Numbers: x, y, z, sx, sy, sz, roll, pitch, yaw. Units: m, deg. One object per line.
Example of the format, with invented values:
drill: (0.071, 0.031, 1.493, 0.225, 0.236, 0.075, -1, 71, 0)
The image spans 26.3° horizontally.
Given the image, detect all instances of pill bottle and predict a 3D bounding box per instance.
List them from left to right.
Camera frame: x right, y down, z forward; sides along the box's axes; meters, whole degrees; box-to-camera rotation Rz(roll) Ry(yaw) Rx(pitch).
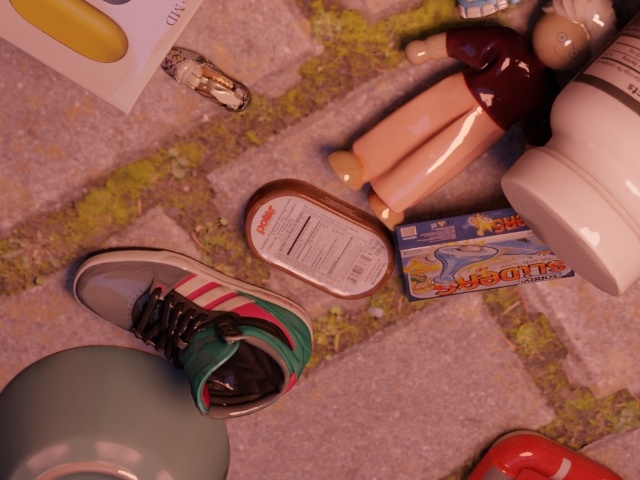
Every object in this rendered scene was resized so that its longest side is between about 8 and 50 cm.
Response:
pill bottle: (0.368, -0.130, 1.397, 0.363, 0.210, 0.210, -45, 110, -4)

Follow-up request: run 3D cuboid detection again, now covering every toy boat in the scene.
toy boat: (0.297, 0.350, 1.714, 0.231, 0.151, 0.151, 27, 113, -13)

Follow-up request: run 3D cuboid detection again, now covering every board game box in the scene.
board game box: (0.192, 0.013, 1.576, 0.201, 0.035, 0.136, -9, 152, 4)

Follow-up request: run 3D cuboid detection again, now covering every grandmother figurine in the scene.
grandmother figurine: (0.183, -0.150, 1.504, 0.342, 0.104, 0.208, -39, 119, 19)

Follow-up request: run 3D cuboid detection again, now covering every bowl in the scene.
bowl: (-0.268, 0.303, 1.675, 0.311, 0.163, 0.311, -1, 117, -1)

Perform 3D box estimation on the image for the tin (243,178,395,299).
tin: (0.000, 0.000, 1.605, 0.189, 0.040, 0.106, 26, 108, -13)

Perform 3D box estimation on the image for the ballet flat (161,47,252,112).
ballet flat: (-0.126, -0.176, 1.515, 0.114, 0.041, 0.041, 28, 112, -13)

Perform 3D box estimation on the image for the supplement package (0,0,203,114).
supplement package: (-0.244, -0.301, 1.365, 0.262, 0.198, 0.199, 32, 111, -15)

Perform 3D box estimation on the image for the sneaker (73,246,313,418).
sneaker: (-0.150, 0.115, 1.577, 0.295, 0.178, 0.124, 16, 114, -8)

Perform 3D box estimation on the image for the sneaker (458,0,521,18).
sneaker: (0.226, -0.302, 1.448, 0.190, 0.071, 0.083, -20, 109, 8)
